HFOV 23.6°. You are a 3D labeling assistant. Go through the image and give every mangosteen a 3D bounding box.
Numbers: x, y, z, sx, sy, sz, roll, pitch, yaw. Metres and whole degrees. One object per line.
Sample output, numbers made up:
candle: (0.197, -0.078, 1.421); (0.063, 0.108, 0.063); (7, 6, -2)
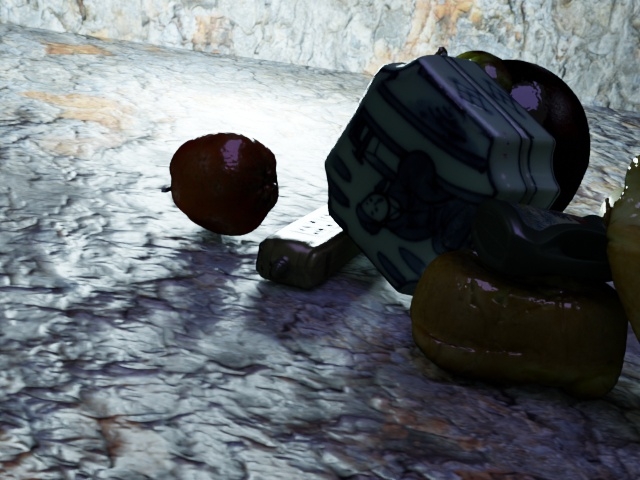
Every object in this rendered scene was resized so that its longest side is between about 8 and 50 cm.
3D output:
mangosteen: (0.275, -0.146, 2.409); (0.297, 0.297, 0.313); (16, 4, 22)

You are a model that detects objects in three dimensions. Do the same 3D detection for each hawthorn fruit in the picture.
hawthorn fruit: (-0.153, -0.083, 2.216); (0.194, 0.157, 0.157); (-1, 6, 37)

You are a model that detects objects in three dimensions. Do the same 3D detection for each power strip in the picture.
power strip: (0.000, 0.000, 2.146); (0.092, 0.066, 0.387); (12, 16, 15)

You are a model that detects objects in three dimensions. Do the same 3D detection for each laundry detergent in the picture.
laundry detergent: (0.297, 0.009, 1.808); (0.222, 0.078, 0.144); (10, 19, -20)

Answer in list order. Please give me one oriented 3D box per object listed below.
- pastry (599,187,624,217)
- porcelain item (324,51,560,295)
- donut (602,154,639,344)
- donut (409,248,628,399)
pastry: (0.543, -0.031, 2.560); (0.156, 0.092, 0.156); (8, 23, -3)
porcelain item: (0.155, -0.086, 2.059); (0.157, 0.286, 0.281); (-1, 43, -46)
donut: (0.461, 0.041, 1.762); (0.170, 0.360, 0.360); (-22, -3, 31)
donut: (0.238, 0.094, 1.840); (0.261, 0.128, 0.208); (11, 15, -3)
